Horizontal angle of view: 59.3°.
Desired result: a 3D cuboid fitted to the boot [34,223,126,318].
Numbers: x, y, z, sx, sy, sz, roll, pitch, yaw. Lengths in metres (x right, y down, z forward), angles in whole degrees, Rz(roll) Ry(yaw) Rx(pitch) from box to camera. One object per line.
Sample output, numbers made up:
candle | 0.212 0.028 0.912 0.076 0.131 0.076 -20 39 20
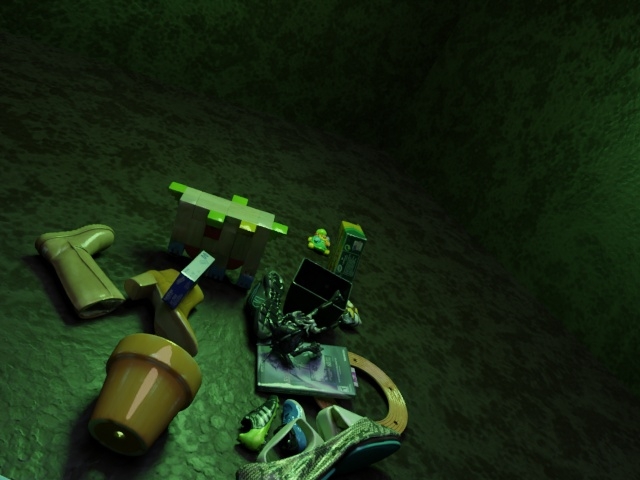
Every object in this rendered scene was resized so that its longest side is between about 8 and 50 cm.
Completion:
boot | -0.609 0.082 1.524 0.269 0.089 0.236 43 36 24

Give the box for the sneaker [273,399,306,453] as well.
sneaker | -0.082 0.460 1.405 0.084 0.058 0.152 21 32 -38

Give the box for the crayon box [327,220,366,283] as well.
crayon box | 0.094 0.046 2.141 0.081 0.202 0.318 17 10 -4

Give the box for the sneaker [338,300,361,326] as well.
sneaker | 0.081 0.238 2.004 0.083 0.069 0.186 31 20 -39

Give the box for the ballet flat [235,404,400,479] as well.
ballet flat | 0.004 0.487 1.312 0.482 0.164 0.182 -7 53 -47

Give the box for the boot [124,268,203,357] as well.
boot | -0.382 0.185 1.553 0.295 0.104 0.211 44 21 16

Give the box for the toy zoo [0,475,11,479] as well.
toy zoo | -0.552 0.473 0.905 0.293 0.030 0.192 28 25 -3

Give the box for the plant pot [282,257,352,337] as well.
plant pot | -0.026 0.198 1.829 0.187 0.167 0.188 30 26 -2

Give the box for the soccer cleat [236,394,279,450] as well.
soccer cleat | -0.151 0.435 1.381 0.072 0.060 0.179 28 28 -1

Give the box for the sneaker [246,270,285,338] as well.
sneaker | -0.174 0.210 1.735 0.101 0.106 0.267 48 26 -25

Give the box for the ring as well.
ring | 0.105 0.452 1.658 0.336 0.032 0.337 25 26 -13

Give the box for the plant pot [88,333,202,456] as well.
plant pot | -0.380 0.334 1.182 0.205 0.205 0.188 28 40 -5

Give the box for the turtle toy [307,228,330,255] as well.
turtle toy | 0.000 0.000 2.346 0.095 0.066 0.130 23 26 -15

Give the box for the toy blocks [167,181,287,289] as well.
toy blocks | -0.324 0.005 1.789 0.381 0.261 0.191 18 29 -8

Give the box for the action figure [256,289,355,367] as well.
action figure | -0.040 0.260 1.610 0.164 0.275 0.141 63 1 20

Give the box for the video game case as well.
video game case | -0.045 0.361 1.596 0.274 0.026 0.196 9 29 -12

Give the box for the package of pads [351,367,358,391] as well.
package of pads | 0.080 0.404 1.644 0.050 0.032 0.083 17 27 -17

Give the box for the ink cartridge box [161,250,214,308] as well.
ink cartridge box | -0.353 0.102 1.516 0.046 0.097 0.207 37 13 -6
